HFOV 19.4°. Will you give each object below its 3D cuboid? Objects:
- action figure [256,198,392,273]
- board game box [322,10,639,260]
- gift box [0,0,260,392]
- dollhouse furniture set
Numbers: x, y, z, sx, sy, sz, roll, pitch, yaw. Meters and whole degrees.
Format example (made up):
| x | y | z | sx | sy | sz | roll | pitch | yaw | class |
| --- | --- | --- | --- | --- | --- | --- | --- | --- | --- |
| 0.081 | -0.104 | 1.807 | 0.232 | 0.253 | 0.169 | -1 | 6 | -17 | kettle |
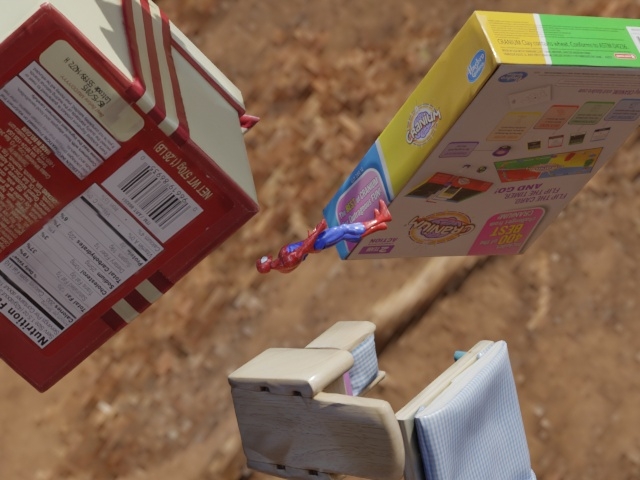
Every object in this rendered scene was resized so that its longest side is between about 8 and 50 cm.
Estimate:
| x | y | z | sx | sy | sz | roll | pitch | yaw | class |
| --- | --- | --- | --- | --- | --- | --- | --- | --- | --- |
| 0.000 | 0.000 | 1.504 | 0.115 | 0.030 | 0.038 | -26 | -7 | -17 | action figure |
| 0.178 | -0.096 | 1.846 | 0.316 | 0.242 | 0.064 | -52 | 50 | 43 | board game box |
| -0.184 | -0.084 | 1.389 | 0.276 | 0.255 | 0.258 | -36 | 27 | 9 | gift box |
| 0.128 | 0.165 | 1.290 | 0.198 | 0.286 | 0.303 | 4 | 24 | 36 | dollhouse furniture set |
